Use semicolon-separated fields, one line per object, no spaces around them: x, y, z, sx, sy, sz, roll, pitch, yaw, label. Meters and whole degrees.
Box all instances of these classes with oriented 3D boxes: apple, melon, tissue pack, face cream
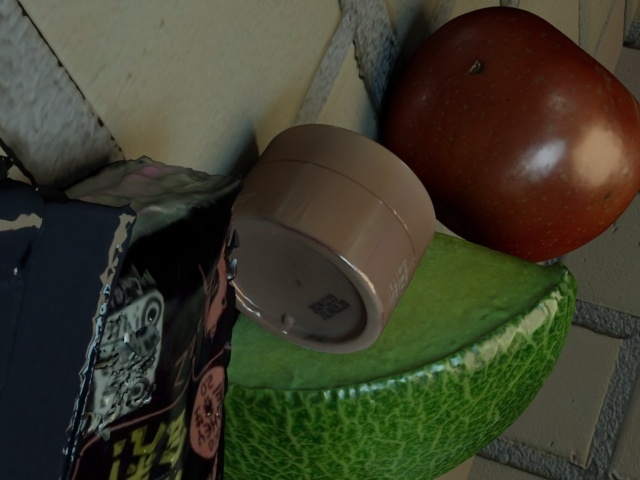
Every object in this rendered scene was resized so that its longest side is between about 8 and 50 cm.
0.190;-0.103;1.203;0.216;0.260;0.260;-49;161;2;apple
0.048;0.136;1.101;0.331;0.226;0.343;-25;144;-11;melon
-0.138;0.135;0.673;0.245;0.123;0.332;-45;143;-63;tissue pack
0.000;0.000;0.907;0.104;0.149;0.149;-58;156;-34;face cream

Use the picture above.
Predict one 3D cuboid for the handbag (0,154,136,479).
-0.200;0.061;0.357;0.326;0.118;0.269;-2;111;-67;handbag
